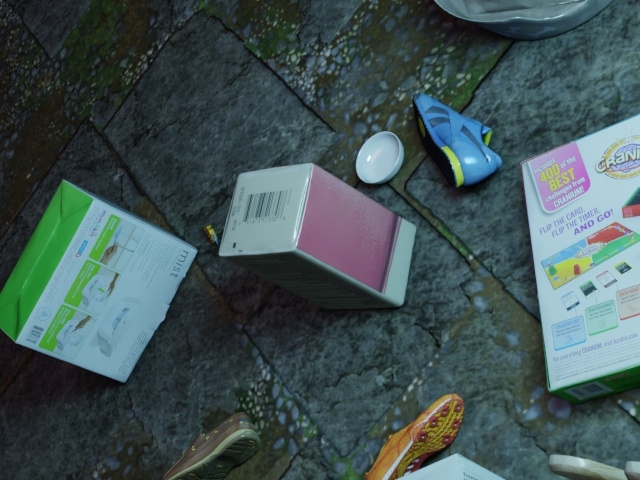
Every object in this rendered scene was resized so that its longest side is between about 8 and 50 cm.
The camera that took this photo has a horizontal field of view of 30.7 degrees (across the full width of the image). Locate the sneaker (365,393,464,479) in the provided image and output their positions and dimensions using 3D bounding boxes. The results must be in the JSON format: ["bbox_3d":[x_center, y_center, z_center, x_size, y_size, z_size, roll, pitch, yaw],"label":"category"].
[{"bbox_3d":[0.115,0.258,1.494,0.175,0.064,0.067,-49,34,9],"label":"sneaker"}]

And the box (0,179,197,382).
[{"bbox_3d":[-0.371,0.071,1.926,0.127,0.231,0.262,28,90,48],"label":"box"}]

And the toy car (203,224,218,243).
[{"bbox_3d":[-0.137,-0.023,1.910,0.122,0.060,0.040,-17,102,56],"label":"toy car"}]

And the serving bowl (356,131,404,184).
[{"bbox_3d":[0.093,-0.119,1.731,0.083,0.027,0.083,-20,57,35],"label":"serving bowl"}]

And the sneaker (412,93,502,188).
[{"bbox_3d":[0.191,-0.148,1.639,0.082,0.069,0.209,-20,39,-5],"label":"sneaker"}]

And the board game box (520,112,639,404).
[{"bbox_3d":[0.370,0.009,1.375,0.242,0.064,0.316,-22,55,34],"label":"board game box"}]

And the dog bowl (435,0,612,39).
[{"bbox_3d":[0.312,-0.439,1.634,0.349,0.102,0.348,-22,55,35],"label":"dog bowl"}]

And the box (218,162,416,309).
[{"bbox_3d":[0.000,0.000,1.608,0.149,0.232,0.126,-5,66,42],"label":"box"}]

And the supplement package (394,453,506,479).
[{"bbox_3d":[0.134,0.386,1.326,0.194,0.149,0.203,-31,43,30],"label":"supplement package"}]

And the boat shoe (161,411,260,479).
[{"bbox_3d":[-0.166,0.320,1.732,0.178,0.064,0.060,-37,43,16],"label":"boat shoe"}]

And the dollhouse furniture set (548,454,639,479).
[{"bbox_3d":[0.278,0.377,1.040,0.394,0.257,0.362,-20,53,65],"label":"dollhouse furniture set"}]
